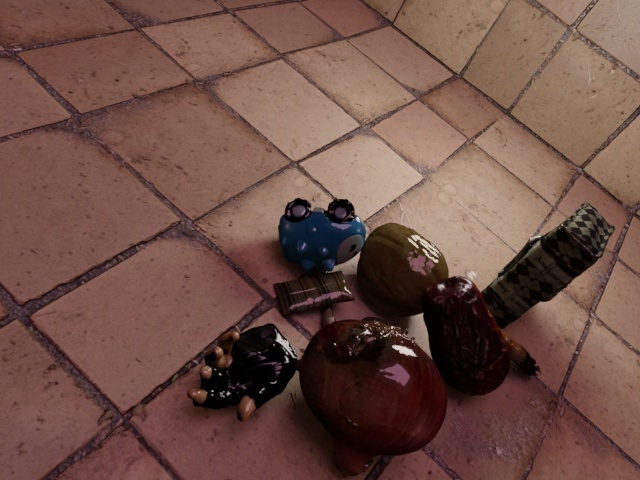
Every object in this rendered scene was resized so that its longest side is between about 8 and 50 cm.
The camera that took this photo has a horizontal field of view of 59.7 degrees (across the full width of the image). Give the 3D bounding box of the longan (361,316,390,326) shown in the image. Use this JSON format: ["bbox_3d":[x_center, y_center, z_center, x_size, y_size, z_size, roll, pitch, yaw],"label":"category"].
[{"bbox_3d":[0.146,0.252,1.509,0.113,0.092,0.113,18,42,-17],"label":"longan"}]

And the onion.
[{"bbox_3d":[0.114,0.326,1.260,0.353,0.354,0.354,17,44,-17],"label":"onion"}]

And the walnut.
[{"bbox_3d":[0.234,0.087,1.623,0.282,0.227,0.283,-2,67,4],"label":"walnut"}]

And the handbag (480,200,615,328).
[{"bbox_3d":[0.710,0.072,1.790,0.180,0.416,0.316,46,40,9],"label":"handbag"}]

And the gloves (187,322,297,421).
[{"bbox_3d":[-0.172,0.293,1.231,0.197,0.152,0.301,47,19,24],"label":"gloves"}]

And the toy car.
[{"bbox_3d":[0.000,0.000,1.574,0.255,0.188,0.190,2,62,7],"label":"toy car"}]

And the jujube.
[{"bbox_3d":[0.380,0.249,1.493,0.342,0.216,0.216,63,34,-26],"label":"jujube"}]

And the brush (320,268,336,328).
[{"bbox_3d":[0.013,0.138,1.586,0.039,0.042,0.299,1,44,-8],"label":"brush"}]

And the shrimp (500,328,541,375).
[{"bbox_3d":[0.556,0.309,1.695,0.290,0.054,0.222,40,3,-30],"label":"shrimp"}]

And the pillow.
[{"bbox_3d":[-0.018,0.139,1.522,0.203,0.038,0.113,-11,47,-17],"label":"pillow"}]
